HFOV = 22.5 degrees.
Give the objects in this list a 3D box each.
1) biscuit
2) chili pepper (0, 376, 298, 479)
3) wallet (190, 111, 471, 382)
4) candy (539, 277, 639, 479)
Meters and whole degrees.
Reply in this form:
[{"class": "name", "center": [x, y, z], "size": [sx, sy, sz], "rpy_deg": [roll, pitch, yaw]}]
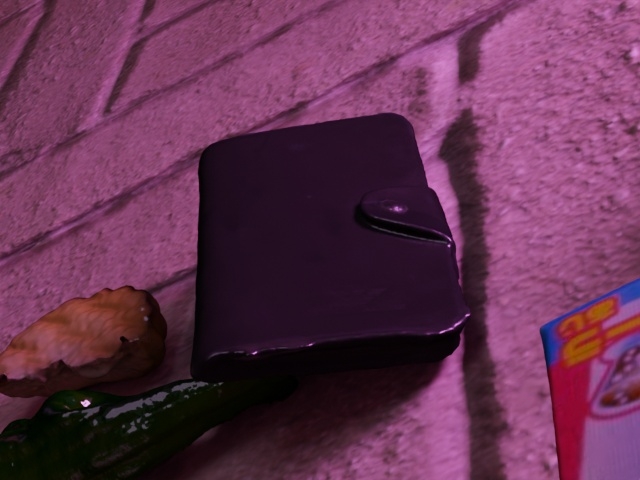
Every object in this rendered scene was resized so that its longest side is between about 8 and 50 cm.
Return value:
[{"class": "biscuit", "center": [-0.195, 0.093, 1.354], "size": [0.183, 0.061, 0.118], "rpy_deg": [-17, 28, 29]}, {"class": "chili pepper", "center": [-0.133, 0.134, 1.181], "size": [0.253, 0.083, 0.099], "rpy_deg": [-25, 16, 12]}, {"class": "wallet", "center": [0.000, 0.000, 1.221], "size": [0.197, 0.051, 0.377], "rpy_deg": [-7, 27, 0]}, {"class": "candy", "center": [0.174, 0.152, 0.666], "size": [0.100, 0.157, 0.306], "rpy_deg": [-27, 26, 17]}]
